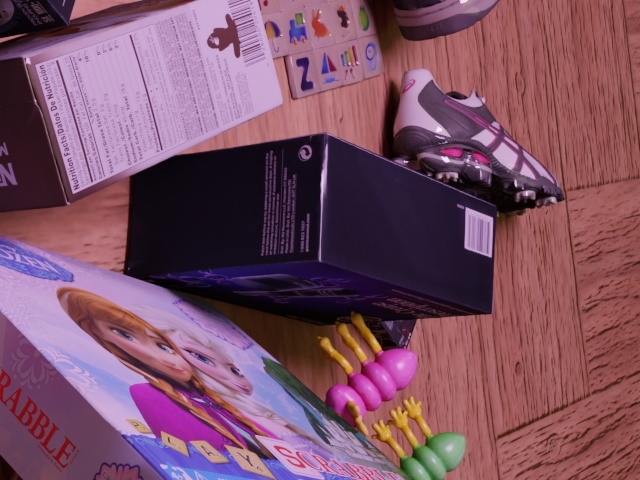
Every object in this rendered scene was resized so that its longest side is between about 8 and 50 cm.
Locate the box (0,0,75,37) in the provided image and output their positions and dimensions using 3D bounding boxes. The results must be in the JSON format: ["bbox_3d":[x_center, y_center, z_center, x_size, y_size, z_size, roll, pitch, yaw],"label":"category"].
[{"bbox_3d":[-0.214,-0.249,0.985,0.147,0.077,0.180,52,39,-49],"label":"box"}]

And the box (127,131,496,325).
[{"bbox_3d":[0.000,0.000,1.200,0.261,0.184,0.103,18,73,-53],"label":"box"}]

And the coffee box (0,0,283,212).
[{"bbox_3d":[-0.157,-0.100,1.025,0.246,0.141,0.098,-31,112,-52],"label":"coffee box"}]

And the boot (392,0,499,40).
[{"bbox_3d":[0.113,-0.409,1.471,0.284,0.138,0.377,57,44,-31],"label":"boot"}]

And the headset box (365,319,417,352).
[{"bbox_3d":[0.058,0.060,1.409,0.083,0.032,0.062,55,44,-38],"label":"headset box"}]

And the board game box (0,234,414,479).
[{"bbox_3d":[-0.092,0.113,0.954,0.319,0.318,0.066,23,102,-53],"label":"board game box"}]

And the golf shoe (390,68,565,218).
[{"bbox_3d":[0.169,-0.093,1.536,0.273,0.105,0.120,18,64,-54],"label":"golf shoe"}]

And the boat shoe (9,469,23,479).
[{"bbox_3d":[-0.205,0.203,0.994,0.050,0.045,0.135,28,67,-42],"label":"boat shoe"}]

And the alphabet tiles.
[{"bbox_3d":[-0.021,-0.231,1.357,0.237,0.009,0.198,-24,105,-54],"label":"alphabet tiles"}]

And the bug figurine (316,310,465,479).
[{"bbox_3d":[0.015,0.192,1.228,0.216,0.072,0.279,-40,128,-13],"label":"bug figurine"}]
